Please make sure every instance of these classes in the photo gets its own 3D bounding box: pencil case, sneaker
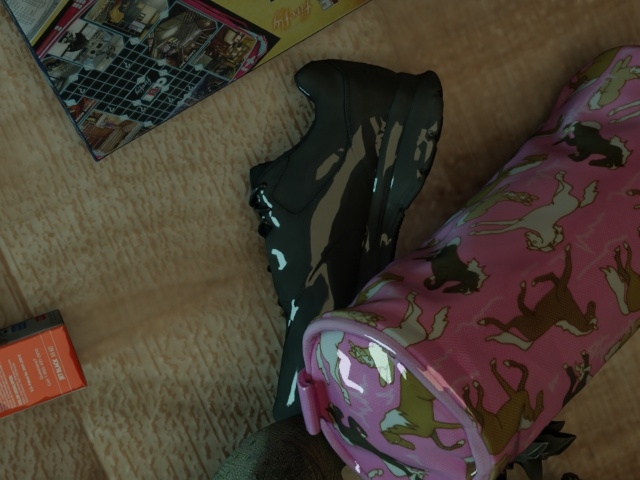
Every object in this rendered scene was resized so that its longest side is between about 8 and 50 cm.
[{"bbox_3d":[0.151,0.018,1.235,0.160,0.167,0.386,50,56,-3],"label":"pencil case"},{"bbox_3d":[0.000,0.000,1.312,0.130,0.109,0.286,16,87,-2],"label":"sneaker"}]

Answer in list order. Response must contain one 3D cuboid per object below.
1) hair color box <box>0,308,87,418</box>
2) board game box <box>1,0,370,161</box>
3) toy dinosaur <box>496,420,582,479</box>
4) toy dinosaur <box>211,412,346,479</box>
[{"bbox_3d":[-0.257,0.104,1.263,0.167,0.093,0.053,-21,98,-9],"label":"hair color box"},{"bbox_3d":[-0.099,-0.188,1.268,0.243,0.042,0.165,-31,119,-8],"label":"board game box"},{"bbox_3d":[0.125,0.222,1.325,0.322,0.164,0.218,3,105,-14],"label":"toy dinosaur"},{"bbox_3d":[-0.028,0.208,1.215,0.160,0.121,0.313,31,89,-14],"label":"toy dinosaur"}]
